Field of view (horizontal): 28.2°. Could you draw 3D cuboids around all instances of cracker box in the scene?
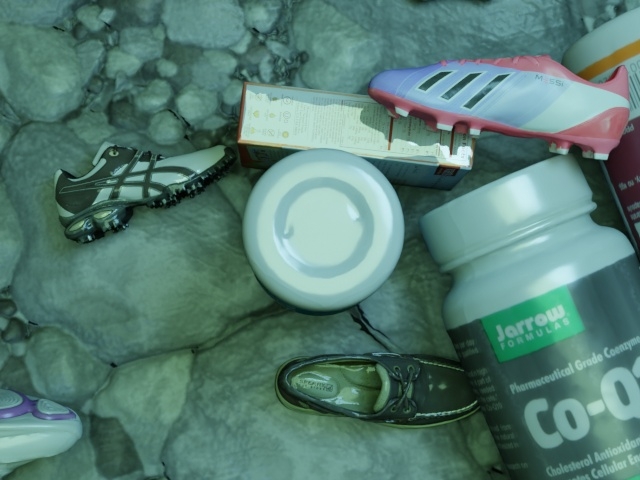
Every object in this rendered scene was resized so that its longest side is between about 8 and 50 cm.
[{"bbox_3d":[0.034,-0.104,1.300,0.232,0.156,0.067,7,84,-2],"label":"cracker box"}]

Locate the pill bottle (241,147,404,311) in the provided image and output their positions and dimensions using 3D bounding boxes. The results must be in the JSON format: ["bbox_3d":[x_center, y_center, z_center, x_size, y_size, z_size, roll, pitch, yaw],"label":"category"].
[{"bbox_3d":[0.000,0.000,1.236,0.146,0.264,0.146,0,84,-1],"label":"pill bottle"}]

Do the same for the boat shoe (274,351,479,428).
[{"bbox_3d":[0.064,0.155,1.320,0.223,0.073,0.080,4,85,-1],"label":"boat shoe"}]

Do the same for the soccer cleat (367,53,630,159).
[{"bbox_3d":[0.168,-0.139,1.186,0.248,0.083,0.095,11,93,-5],"label":"soccer cleat"}]

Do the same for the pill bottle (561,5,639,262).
[{"bbox_3d":[0.413,-0.049,1.272,0.224,0.224,0.392,-21,86,-3],"label":"pill bottle"}]

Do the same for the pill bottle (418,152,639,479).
[{"bbox_3d":[0.244,0.111,1.264,0.204,0.204,0.361,-23,86,-3],"label":"pill bottle"}]

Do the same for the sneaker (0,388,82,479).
[{"bbox_3d":[-0.385,0.242,1.298,0.305,0.114,0.152,-13,99,2],"label":"sneaker"}]

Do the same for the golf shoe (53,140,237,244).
[{"bbox_3d":[-0.187,-0.072,1.331,0.198,0.077,0.094,-23,86,-4],"label":"golf shoe"}]
